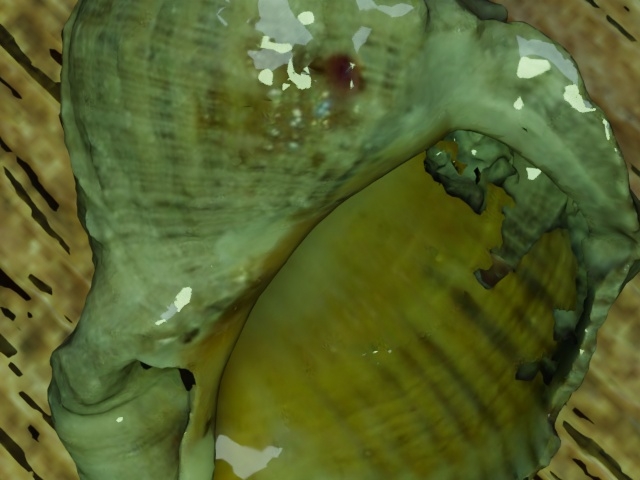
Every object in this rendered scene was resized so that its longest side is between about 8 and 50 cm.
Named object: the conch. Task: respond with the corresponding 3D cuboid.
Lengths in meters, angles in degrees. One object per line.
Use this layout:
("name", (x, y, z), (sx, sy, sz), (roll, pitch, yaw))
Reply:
("conch", (0.000, 0.000, 0.508), (0.178, 0.163, 0.245), (29, 107, 24))
